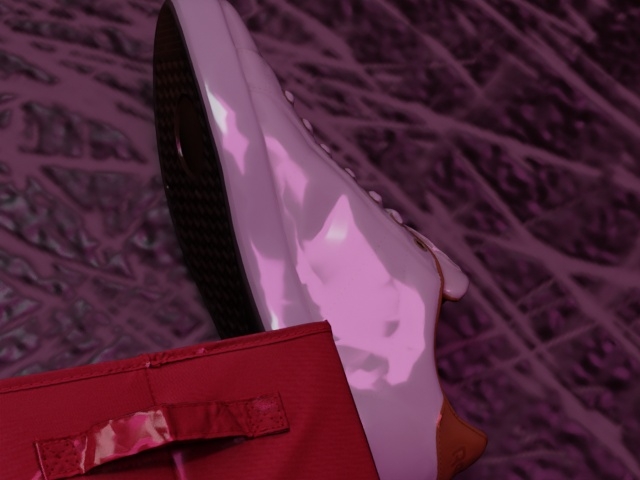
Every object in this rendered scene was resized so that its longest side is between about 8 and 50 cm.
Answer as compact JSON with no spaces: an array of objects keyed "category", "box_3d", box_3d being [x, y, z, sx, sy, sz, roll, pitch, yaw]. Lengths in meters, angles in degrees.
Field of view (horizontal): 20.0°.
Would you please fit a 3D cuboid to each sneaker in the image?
[{"category":"sneaker","box_3d":[0.000,0.000,0.943,0.123,0.106,0.290,-16,80,-22]}]

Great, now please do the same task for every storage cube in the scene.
[{"category":"storage cube","box_3d":[-0.078,0.168,0.801,0.183,0.215,0.193,-9,70,-26]}]
